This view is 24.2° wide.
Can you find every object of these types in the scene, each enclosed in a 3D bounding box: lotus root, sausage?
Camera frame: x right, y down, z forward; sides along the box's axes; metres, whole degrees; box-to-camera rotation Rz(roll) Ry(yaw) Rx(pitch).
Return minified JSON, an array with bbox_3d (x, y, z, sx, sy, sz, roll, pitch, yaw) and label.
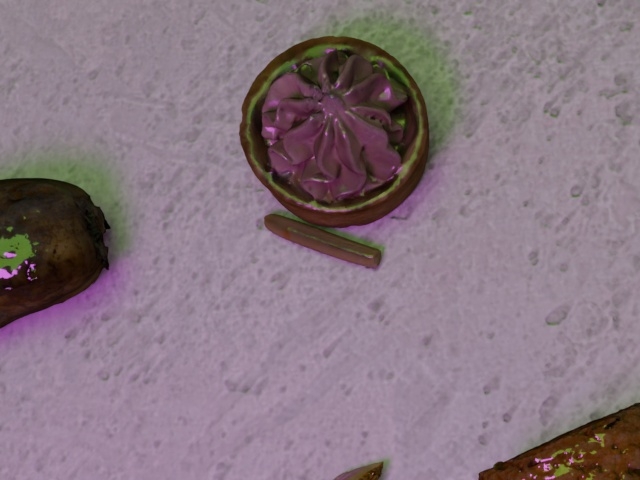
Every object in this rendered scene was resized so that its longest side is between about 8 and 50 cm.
[{"bbox_3d":[-0.360,0.020,1.556,0.274,0.160,0.152,-21,78,6],"label":"lotus root"},{"bbox_3d":[0.000,0.000,1.545,0.132,0.024,0.024,19,77,20],"label":"sausage"}]

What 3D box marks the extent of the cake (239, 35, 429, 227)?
[{"bbox_3d":[0.007,-0.122,1.506,0.185,0.178,0.208,-43,64,-2],"label":"cake"}]

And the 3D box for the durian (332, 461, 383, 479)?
[{"bbox_3d":[-0.007,0.300,1.412,0.140,0.078,0.224,28,81,21],"label":"durian"}]

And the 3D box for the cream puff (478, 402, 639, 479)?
[{"bbox_3d":[0.252,0.249,1.328,0.183,0.183,0.169,-24,80,5],"label":"cream puff"}]
